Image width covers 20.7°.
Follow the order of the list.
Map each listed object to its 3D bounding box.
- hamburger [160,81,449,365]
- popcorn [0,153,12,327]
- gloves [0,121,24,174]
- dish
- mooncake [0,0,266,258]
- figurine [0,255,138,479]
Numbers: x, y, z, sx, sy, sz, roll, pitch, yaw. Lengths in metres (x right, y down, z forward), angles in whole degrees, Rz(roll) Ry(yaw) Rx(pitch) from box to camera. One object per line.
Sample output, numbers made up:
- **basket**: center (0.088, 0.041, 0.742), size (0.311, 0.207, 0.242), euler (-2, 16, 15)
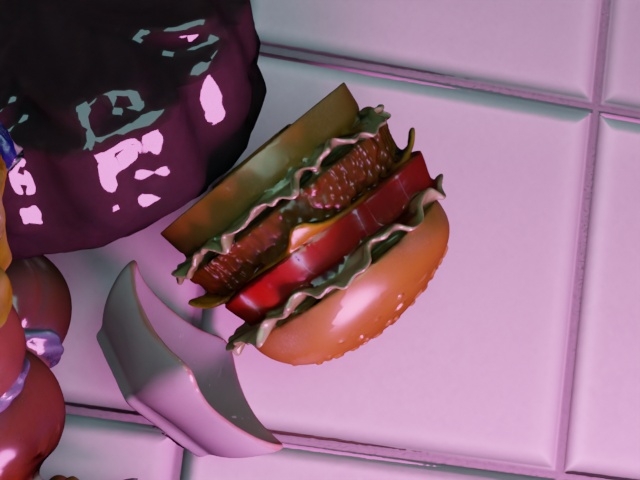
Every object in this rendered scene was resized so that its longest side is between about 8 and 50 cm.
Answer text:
- **hamburger**: center (0.000, 0.000, 1.674), size (0.274, 0.274, 0.212), euler (-41, 93, -15)
- **popcorn**: center (-0.396, 0.002, 1.363), size (0.312, 0.312, 0.312), euler (2, 82, -12)
- **gloves**: center (-0.289, -0.084, 1.457), size (0.064, 0.026, 0.086), euler (-42, 87, 19)
- **dish**: center (-0.135, 0.129, 1.658), size (0.077, 0.212, 0.151), euler (-36, 54, 5)
- **mooncake**: center (-0.229, -0.162, 1.619), size (0.351, 0.212, 0.381), euler (27, 60, 29)
- **figurine**: center (-0.259, 0.211, 1.609), size (0.248, 0.276, 0.388), euler (-44, 91, 9)
